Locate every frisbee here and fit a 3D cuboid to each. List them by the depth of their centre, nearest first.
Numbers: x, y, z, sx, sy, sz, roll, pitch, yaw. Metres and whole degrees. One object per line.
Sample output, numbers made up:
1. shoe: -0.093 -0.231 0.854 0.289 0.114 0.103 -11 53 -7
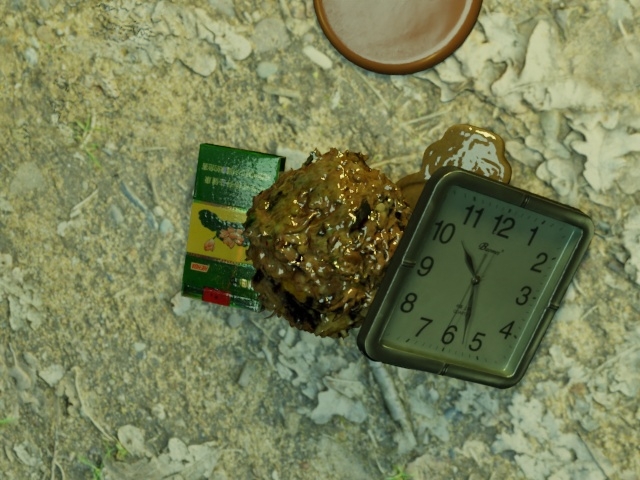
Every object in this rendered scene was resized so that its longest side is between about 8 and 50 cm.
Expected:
1. frisbee: 0.105 -0.357 1.638 0.250 0.021 0.251 2 97 19

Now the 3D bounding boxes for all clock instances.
1. clock: 0.204 0.055 1.554 0.273 0.049 0.279 17 104 -30

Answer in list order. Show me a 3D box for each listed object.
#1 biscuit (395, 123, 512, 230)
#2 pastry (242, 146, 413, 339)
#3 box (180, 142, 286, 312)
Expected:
1. biscuit: 0.164 -0.009 1.644 0.183 0.047 0.320 44 108 12
2. pastry: 0.000 0.000 1.588 0.193 0.275 0.275 23 107 -31
3. box: -0.131 -0.019 1.741 0.132 0.034 0.235 10 99 16
